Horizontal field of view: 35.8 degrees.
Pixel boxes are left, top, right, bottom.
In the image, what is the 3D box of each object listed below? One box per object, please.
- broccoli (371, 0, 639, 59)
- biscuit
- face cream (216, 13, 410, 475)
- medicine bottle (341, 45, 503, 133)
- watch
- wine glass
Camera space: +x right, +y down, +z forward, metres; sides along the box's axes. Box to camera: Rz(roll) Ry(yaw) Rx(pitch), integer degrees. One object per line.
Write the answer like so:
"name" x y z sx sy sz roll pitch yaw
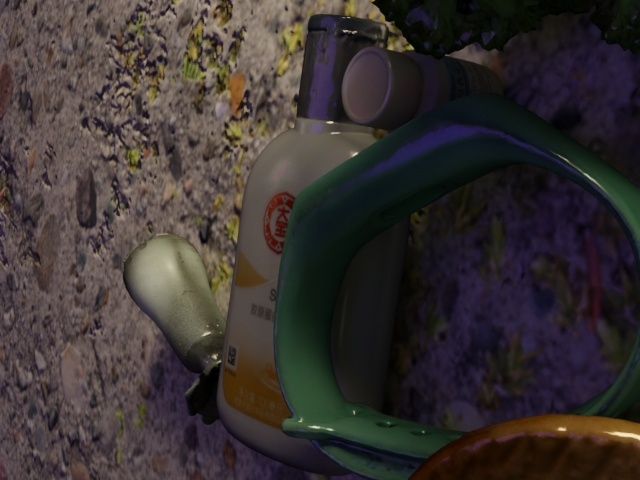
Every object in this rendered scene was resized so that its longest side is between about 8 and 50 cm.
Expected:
"broccoli" 0.092 -0.188 0.419 0.269 0.269 0.254 -6 118 53
"biscuit" 0.099 0.163 0.478 0.144 0.033 0.224 26 120 15
"face cream" 0.000 0.000 0.658 0.143 0.071 0.291 16 98 45
"medicine bottle" 0.060 -0.083 0.573 0.052 0.089 0.052 -8 80 53
"watch" 0.068 0.036 0.529 0.237 0.068 0.195 -28 76 32
"wine glass" -0.104 0.068 0.790 0.155 0.072 0.072 53 127 40
